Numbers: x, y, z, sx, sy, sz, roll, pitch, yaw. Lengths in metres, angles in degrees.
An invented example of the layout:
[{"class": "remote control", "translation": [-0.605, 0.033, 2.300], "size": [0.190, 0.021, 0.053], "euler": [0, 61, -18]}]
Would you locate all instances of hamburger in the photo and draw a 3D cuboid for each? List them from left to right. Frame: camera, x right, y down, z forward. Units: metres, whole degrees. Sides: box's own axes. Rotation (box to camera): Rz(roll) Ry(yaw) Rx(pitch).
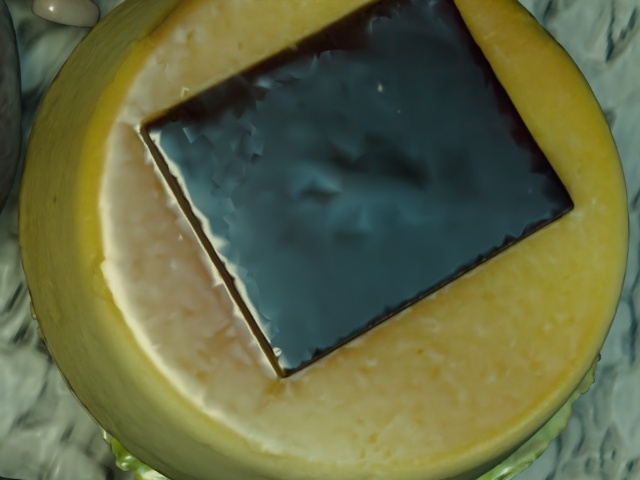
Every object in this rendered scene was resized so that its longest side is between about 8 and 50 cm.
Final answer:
[{"class": "hamburger", "translation": [0.000, 0.000, 0.843], "size": [0.300, 0.176, 0.300], "euler": [2, 82, -13]}]

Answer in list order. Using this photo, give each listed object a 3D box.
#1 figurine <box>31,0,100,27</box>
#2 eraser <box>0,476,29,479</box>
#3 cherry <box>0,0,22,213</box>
[{"class": "figurine", "translation": [-0.138, -0.182, 0.871], "size": [0.125, 0.125, 0.138], "euler": [14, 96, -11]}, {"class": "eraser", "translation": [-0.104, 0.183, 0.763], "size": [0.332, 0.155, 0.101], "euler": [7, 124, 8]}, {"class": "cherry", "translation": [-0.243, -0.056, 0.794], "size": [0.213, 0.183, 0.266], "euler": [6, 102, -1]}]
